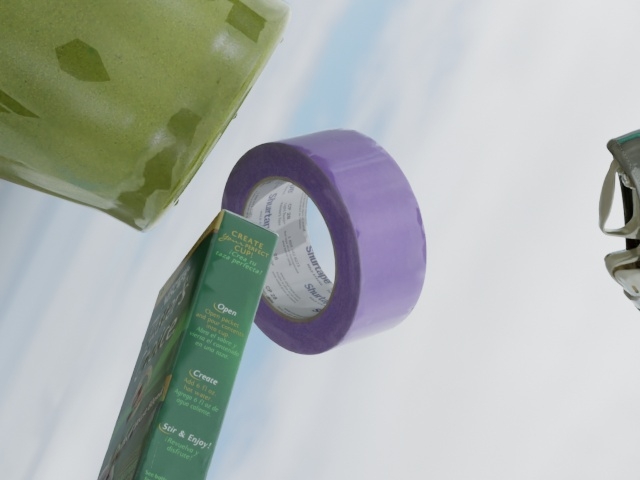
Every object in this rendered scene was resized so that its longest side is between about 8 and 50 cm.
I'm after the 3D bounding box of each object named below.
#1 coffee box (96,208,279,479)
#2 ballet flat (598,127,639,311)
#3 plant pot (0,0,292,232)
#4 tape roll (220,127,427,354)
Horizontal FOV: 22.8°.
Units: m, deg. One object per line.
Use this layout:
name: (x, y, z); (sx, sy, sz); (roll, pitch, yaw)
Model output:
coffee box: (-0.082, 0.084, 0.897); (0.113, 0.040, 0.184); (-48, -159, 53)
ballet flat: (0.277, -0.001, 1.388); (0.072, 0.068, 0.213); (-116, -166, -59)
plant pot: (-0.228, -0.194, 1.344); (0.366, 0.353, 0.366); (-55, -173, 11)
tape roll: (0.000, 0.000, 1.386); (0.080, 0.189, 0.189); (-17, 154, -39)
